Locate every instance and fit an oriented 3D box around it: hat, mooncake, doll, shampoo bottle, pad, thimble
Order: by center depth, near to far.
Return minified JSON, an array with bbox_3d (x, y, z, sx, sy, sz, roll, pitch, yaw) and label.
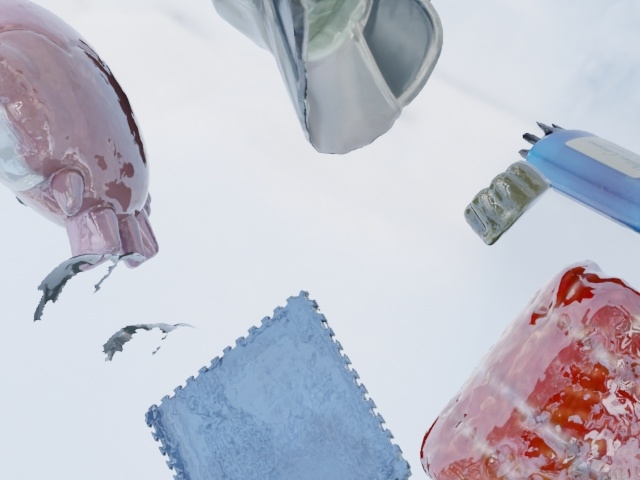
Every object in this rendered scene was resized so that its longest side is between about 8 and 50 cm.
[{"bbox_3d":[0.007,0.009,0.883,0.057,0.347,0.150,50,116,26],"label":"mooncake"},{"bbox_3d":[-0.165,-0.073,0.988,0.093,0.262,0.211,-31,74,4],"label":"doll"},{"bbox_3d":[0.272,0.189,1.247,0.350,0.350,0.230,36,95,9],"label":"thimble"},{"bbox_3d":[0.235,-0.050,1.280,0.183,0.087,0.050,34,125,50],"label":"shampoo bottle"},{"bbox_3d":[-0.010,-0.213,1.454,0.161,0.232,0.275,-20,80,39],"label":"hat"},{"bbox_3d":[-0.056,0.232,1.802,0.270,0.012,0.269,-37,63,17],"label":"pad"}]
